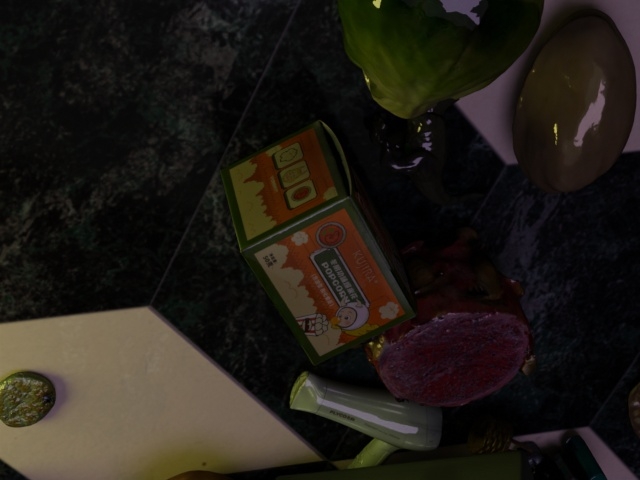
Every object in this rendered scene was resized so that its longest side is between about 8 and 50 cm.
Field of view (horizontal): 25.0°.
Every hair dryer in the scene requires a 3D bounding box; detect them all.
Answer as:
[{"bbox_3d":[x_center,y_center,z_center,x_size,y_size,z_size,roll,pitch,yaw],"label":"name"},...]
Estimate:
[{"bbox_3d":[0.032,0.282,1.943,0.206,0.075,0.237,16,127,-14],"label":"hair dryer"}]

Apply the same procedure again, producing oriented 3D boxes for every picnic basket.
[{"bbox_3d":[0.249,0.276,1.970,0.083,0.072,0.072,26,115,-16],"label":"picnic basket"}]

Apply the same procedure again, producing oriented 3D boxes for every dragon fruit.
[{"bbox_3d":[0.141,0.091,1.787,0.282,0.147,0.211,11,132,-25],"label":"dragon fruit"}]

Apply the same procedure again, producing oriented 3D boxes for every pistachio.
[{"bbox_3d":[0.296,-0.156,1.663,0.136,0.136,0.226,2,117,-14],"label":"pistachio"}]

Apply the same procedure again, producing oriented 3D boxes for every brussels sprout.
[{"bbox_3d":[0.121,-0.257,1.511,0.219,0.210,0.271,5,139,-10],"label":"brussels sprout"}]

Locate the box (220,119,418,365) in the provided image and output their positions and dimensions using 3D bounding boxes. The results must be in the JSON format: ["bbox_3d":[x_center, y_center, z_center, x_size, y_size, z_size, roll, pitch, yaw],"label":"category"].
[{"bbox_3d":[0.000,0.000,1.663,0.148,0.177,0.195,-27,124,5],"label":"box"}]

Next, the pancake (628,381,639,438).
[{"bbox_3d":[0.545,0.233,1.994,0.235,0.029,0.212,17,129,-5],"label":"pancake"}]

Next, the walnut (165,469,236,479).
[{"bbox_3d":[-0.141,0.436,1.912,0.203,0.203,0.298,-23,128,3],"label":"walnut"}]

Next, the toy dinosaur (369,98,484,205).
[{"bbox_3d":[0.154,-0.118,1.675,0.179,0.087,0.187,14,121,-19],"label":"toy dinosaur"}]

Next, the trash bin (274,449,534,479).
[{"bbox_3d":[0.123,0.412,1.895,0.343,0.158,0.223,-10,121,15],"label":"trash bin"}]

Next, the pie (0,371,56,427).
[{"bbox_3d":[-0.374,0.202,1.813,0.085,0.017,0.085,-7,125,-10],"label":"pie"}]

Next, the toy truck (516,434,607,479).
[{"bbox_3d":[0.294,0.384,2.032,0.124,0.114,0.253,28,114,-39],"label":"toy truck"}]
